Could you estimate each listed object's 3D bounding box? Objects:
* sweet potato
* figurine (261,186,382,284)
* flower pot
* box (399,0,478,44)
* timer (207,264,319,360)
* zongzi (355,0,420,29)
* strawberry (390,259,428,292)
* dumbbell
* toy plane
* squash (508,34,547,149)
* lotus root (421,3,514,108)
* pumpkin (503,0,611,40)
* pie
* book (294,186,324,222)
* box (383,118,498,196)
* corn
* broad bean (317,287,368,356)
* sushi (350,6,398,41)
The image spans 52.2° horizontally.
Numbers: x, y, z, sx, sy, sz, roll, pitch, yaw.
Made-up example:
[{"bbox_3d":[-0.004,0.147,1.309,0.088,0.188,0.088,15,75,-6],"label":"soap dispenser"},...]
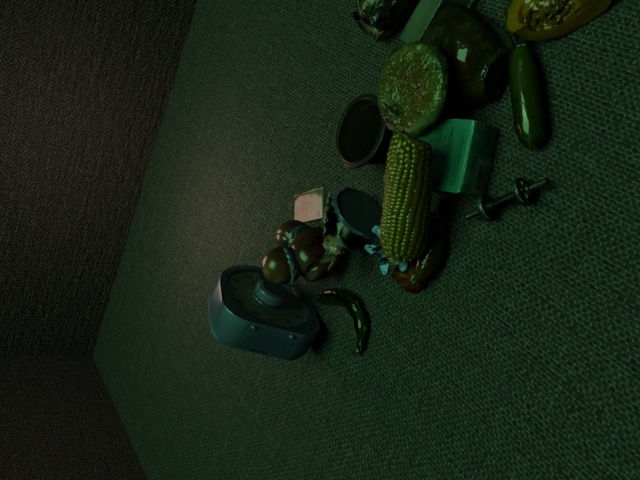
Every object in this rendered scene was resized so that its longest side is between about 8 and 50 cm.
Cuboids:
[{"bbox_3d":[0.330,0.015,1.874,0.075,0.075,0.269,20,91,51],"label":"sweet potato"},{"bbox_3d":[0.000,0.001,2.154,0.388,0.248,0.276,-46,11,42],"label":"figurine"},{"bbox_3d":[0.175,-0.327,2.057,0.235,0.148,0.235,-20,65,51],"label":"flower pot"},{"bbox_3d":[0.351,-0.654,1.902,0.225,0.129,0.086,-60,43,27],"label":"box"},{"bbox_3d":[-0.202,0.220,2.276,0.395,0.395,0.173,53,125,42],"label":"timer"},{"bbox_3d":[0.181,-0.857,1.949,0.393,0.174,0.356,47,112,6],"label":"zongzi"},{"bbox_3d":[0.264,0.105,1.958,0.152,0.048,0.103,3,83,49],"label":"strawberry"},{"bbox_3d":[0.479,-0.105,1.691,0.254,0.082,0.081,-27,64,45],"label":"dumbbell"},{"bbox_3d":[0.251,-0.012,1.949,0.246,0.078,0.169,-38,70,9],"label":"toy plane"},{"bbox_3d":[0.527,-0.391,1.676,0.087,0.087,0.331,-19,68,49],"label":"squash"},{"bbox_3d":[0.392,-0.488,1.816,0.260,0.149,0.267,54,128,42],"label":"lotus root"},{"bbox_3d":[0.600,-0.607,1.618,0.278,0.111,0.163,-24,52,48],"label":"pumpkin"},{"bbox_3d":[0.263,-0.426,1.826,0.277,0.079,0.277,3,94,52],"label":"pie"},{"bbox_3d":[-0.041,-0.126,2.409,0.172,0.012,0.118,-11,75,50],"label":"book"},{"bbox_3d":[0.337,-0.240,1.863,0.311,0.118,0.205,14,93,52],"label":"box"},{"bbox_3d":[0.238,-0.110,1.787,0.144,0.144,0.387,39,133,47],"label":"corn"},{"bbox_3d":[0.079,0.237,2.167,0.292,0.049,0.144,53,125,41],"label":"broad bean"},{"bbox_3d":[0.238,-0.764,2.094,0.273,0.134,0.109,-44,66,17],"label":"sushi"}]
